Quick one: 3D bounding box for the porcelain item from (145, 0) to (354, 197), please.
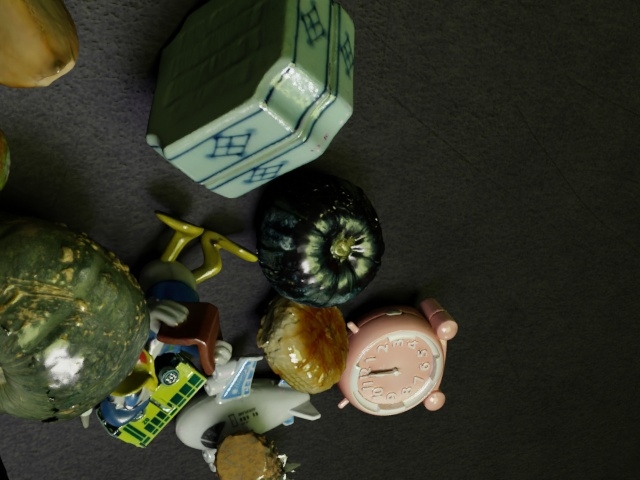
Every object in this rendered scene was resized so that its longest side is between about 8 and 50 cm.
[{"bbox_3d":[-0.092,-0.220,1.259,0.286,0.281,0.157,-25,137,33],"label":"porcelain item"}]

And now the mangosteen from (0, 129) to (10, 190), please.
[{"bbox_3d":[-0.521,-0.142,1.033,0.311,0.311,0.311,-16,123,-27],"label":"mangosteen"}]

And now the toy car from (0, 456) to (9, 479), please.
[{"bbox_3d":[-0.563,0.375,1.273,0.359,0.213,0.176,-40,153,15],"label":"toy car"}]

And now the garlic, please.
[{"bbox_3d":[-0.396,-0.350,1.077,0.151,0.196,0.338,-33,118,-33],"label":"garlic"}]

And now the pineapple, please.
[{"bbox_3d":[-0.110,0.418,1.614,0.125,0.125,0.251,-44,153,-7],"label":"pineapple"}]

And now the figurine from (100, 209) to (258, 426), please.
[{"bbox_3d":[-0.227,0.152,1.391,0.205,0.283,0.338,28,94,-33],"label":"figurine"}]

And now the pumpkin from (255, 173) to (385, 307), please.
[{"bbox_3d":[0.000,0.000,1.542,0.233,0.163,0.232,-6,101,-33],"label":"pumpkin"}]

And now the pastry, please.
[{"bbox_3d":[-0.022,0.177,1.631,0.192,0.093,0.182,45,43,-32],"label":"pastry"}]

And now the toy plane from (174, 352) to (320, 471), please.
[{"bbox_3d":[-0.139,0.319,1.657,0.267,0.123,0.266,-14,121,-25],"label":"toy plane"}]

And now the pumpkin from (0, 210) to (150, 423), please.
[{"bbox_3d":[-0.398,0.095,1.209,0.257,0.328,0.291,-66,147,-42],"label":"pumpkin"}]

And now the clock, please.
[{"bbox_3d":[0.126,0.232,1.789,0.241,0.142,0.227,-6,117,-21],"label":"clock"}]

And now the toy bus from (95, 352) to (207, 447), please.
[{"bbox_3d":[-0.289,0.267,1.546,0.175,0.088,0.101,-47,134,-6],"label":"toy bus"}]

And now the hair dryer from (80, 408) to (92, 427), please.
[{"bbox_3d":[-0.382,0.239,1.506,0.155,0.044,0.183,-24,131,-21],"label":"hair dryer"}]
